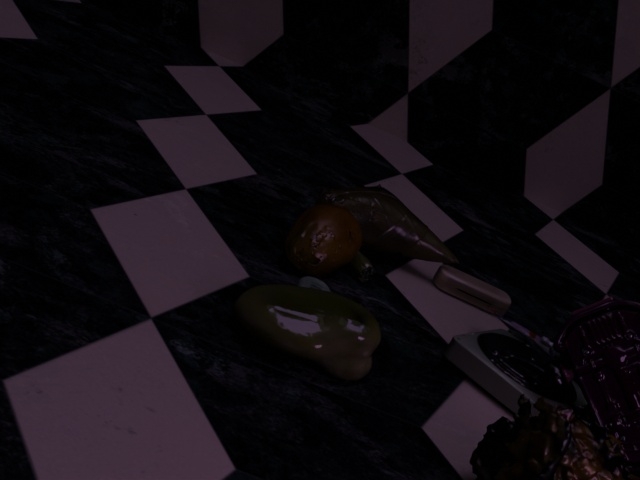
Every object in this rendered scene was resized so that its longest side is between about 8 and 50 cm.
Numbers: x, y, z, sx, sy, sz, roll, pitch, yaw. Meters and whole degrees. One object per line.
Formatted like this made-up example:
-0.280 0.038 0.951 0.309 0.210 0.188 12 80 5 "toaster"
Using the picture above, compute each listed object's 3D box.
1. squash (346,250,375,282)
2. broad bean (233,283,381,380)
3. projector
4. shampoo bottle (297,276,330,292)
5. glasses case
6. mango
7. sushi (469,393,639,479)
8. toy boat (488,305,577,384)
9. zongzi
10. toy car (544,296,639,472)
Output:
0.071 0.038 2.335 0.052 0.052 0.183 13 21 -36 "squash"
-0.021 0.142 1.816 0.263 0.121 0.189 23 27 -3 "broad bean"
0.414 0.274 2.124 0.259 0.079 0.257 39 21 28 "projector"
-0.022 0.122 1.994 0.069 0.041 0.190 32 18 -3 "shampoo bottle"
0.369 0.121 2.522 0.196 0.050 0.083 25 21 -6 "glasses case"
0.000 0.000 2.226 0.156 0.151 0.249 -5 17 25 "mango"
0.379 0.367 1.642 0.204 0.200 0.213 25 23 -32 "sushi"
0.515 0.251 2.313 0.318 0.072 0.219 33 4 29 "toy boat"
0.156 -0.020 2.453 0.300 0.145 0.274 35 21 28 "zongzi"
0.600 0.283 2.014 0.340 0.271 0.240 70 14 11 "toy car"
